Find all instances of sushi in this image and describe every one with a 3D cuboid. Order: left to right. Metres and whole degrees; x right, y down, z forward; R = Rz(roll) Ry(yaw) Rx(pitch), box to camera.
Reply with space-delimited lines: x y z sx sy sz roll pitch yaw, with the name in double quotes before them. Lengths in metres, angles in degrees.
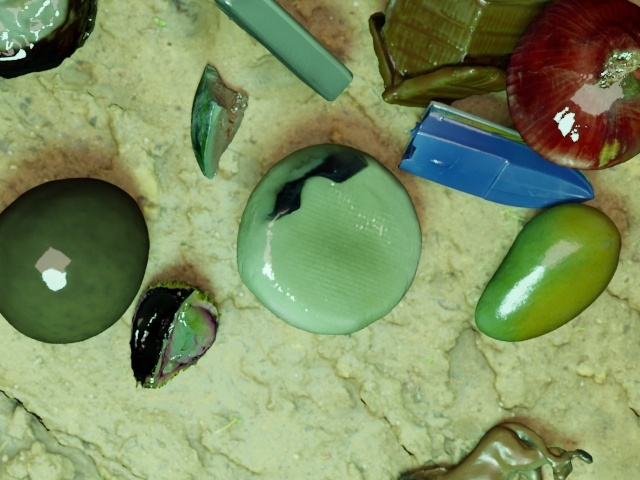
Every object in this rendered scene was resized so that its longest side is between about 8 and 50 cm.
"sushi" -0.444 -0.363 1.561 0.281 0.294 0.300 24 94 -8

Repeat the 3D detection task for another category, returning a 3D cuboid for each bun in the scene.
"bun" 0.000 0.000 1.677 0.283 0.179 0.283 1 88 -26

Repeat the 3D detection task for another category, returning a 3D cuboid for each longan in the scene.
"longan" -0.352 0.027 1.638 0.248 0.248 0.248 0 94 -3

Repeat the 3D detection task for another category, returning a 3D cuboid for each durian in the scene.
"durian" -0.212 0.133 1.722 0.108 0.119 0.187 11 108 -41

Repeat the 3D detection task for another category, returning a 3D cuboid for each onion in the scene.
"onion" 0.366 -0.219 1.557 0.248 0.161 0.248 -5 72 16

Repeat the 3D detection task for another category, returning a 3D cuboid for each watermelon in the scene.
"watermelon" -0.157 -0.167 1.702 0.080 0.101 0.155 21 102 -16

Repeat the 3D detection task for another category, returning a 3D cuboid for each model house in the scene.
"model house" 0.201 -0.295 1.676 0.219 0.199 0.229 42 122 32

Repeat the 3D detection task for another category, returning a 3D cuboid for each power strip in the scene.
"power strip" -0.081 -0.314 1.639 0.059 0.193 0.265 -50 132 3

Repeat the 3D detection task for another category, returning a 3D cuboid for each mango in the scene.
"mango" 0.340 0.056 1.720 0.156 0.114 0.251 37 93 -27

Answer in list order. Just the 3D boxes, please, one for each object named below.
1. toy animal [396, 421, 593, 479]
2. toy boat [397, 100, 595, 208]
"toy animal" 0.238 0.366 1.753 0.312 0.097 0.157 -39 89 -1
"toy boat" 0.271 -0.112 1.711 0.295 0.129 0.088 18 52 -7
